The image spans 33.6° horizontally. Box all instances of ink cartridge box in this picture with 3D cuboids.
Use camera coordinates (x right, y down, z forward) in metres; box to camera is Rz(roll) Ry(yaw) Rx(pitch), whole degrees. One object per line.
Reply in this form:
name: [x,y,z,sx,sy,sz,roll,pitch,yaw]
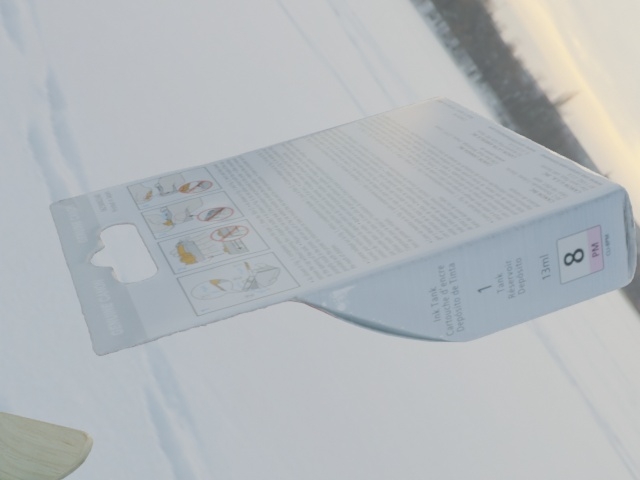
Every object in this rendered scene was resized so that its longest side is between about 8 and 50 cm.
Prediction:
ink cartridge box: [0.000,0.000,0.514,0.189,0.232,0.066,-134,-154,-62]

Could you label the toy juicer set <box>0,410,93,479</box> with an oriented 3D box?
toy juicer set: [-0.264,0.177,0.530,0.209,0.329,0.089,32,5,11]
